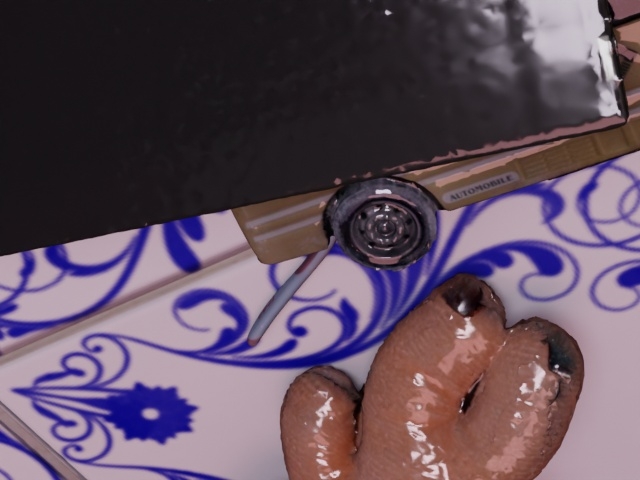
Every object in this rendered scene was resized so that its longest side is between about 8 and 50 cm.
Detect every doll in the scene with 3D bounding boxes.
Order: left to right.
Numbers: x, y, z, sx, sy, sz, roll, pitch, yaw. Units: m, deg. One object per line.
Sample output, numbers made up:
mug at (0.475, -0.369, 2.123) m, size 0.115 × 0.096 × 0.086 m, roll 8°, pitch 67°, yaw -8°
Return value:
doll at (0.066, 0.159, 0.912) m, size 0.201 × 0.156 × 0.303 m, roll 37°, pitch 110°, yaw 19°

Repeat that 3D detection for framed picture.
framed picture at (-0.066, -0.136, 0.587) m, size 0.338 × 0.014 × 0.255 m, roll -11°, pitch 100°, yaw 17°

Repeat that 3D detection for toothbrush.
toothbrush at (0.000, 0.000, 0.823) m, size 0.019 × 0.013 × 0.193 m, roll 24°, pitch 128°, yaw -13°

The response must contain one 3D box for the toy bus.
toy bus at (0.080, -0.106, 0.645) m, size 0.289 × 0.139 × 0.157 m, roll -17°, pitch 124°, yaw 19°
